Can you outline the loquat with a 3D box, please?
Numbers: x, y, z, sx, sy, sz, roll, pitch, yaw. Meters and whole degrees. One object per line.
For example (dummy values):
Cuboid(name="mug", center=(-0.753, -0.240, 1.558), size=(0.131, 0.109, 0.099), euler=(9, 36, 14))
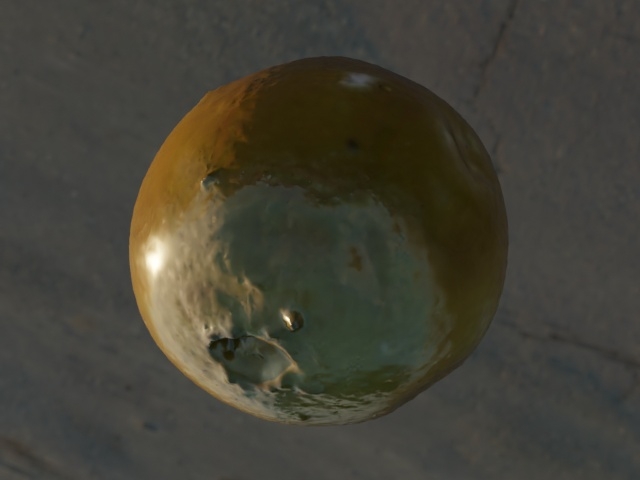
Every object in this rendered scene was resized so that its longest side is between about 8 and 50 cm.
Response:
Cuboid(name="loquat", center=(0.000, 0.000, 1.508), size=(0.329, 0.328, 0.328), euler=(15, 148, 9))
